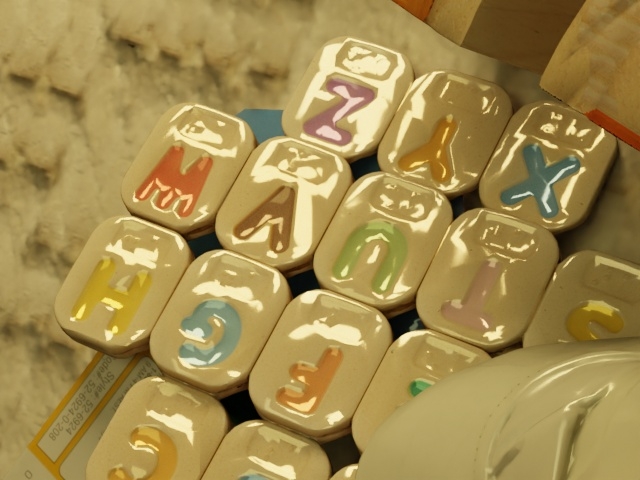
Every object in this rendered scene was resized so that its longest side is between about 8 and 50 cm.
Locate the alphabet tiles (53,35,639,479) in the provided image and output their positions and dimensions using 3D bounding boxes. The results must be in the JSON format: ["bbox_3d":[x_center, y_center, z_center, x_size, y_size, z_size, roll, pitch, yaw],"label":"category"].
[{"bbox_3d":[0.016,0.030,0.924,0.284,0.021,0.278,21,70,22],"label":"alphabet tiles"}]

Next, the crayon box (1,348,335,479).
[{"bbox_3d":[-0.039,0.217,0.936,0.323,0.083,0.203,42,99,30],"label":"crayon box"}]

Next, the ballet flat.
[{"bbox_3d":[0.197,0.102,0.755,0.400,0.139,0.139,6,81,17],"label":"ballet flat"}]

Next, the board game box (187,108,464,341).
[{"bbox_3d":[0.000,0.000,0.997,0.168,0.033,0.133,3,75,24],"label":"board game box"}]

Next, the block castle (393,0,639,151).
[{"bbox_3d":[0.211,-0.179,0.784,0.453,0.213,0.303,40,109,48],"label":"block castle"}]
